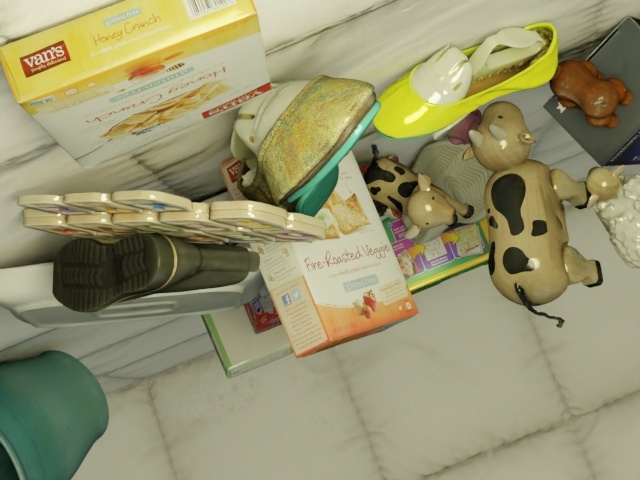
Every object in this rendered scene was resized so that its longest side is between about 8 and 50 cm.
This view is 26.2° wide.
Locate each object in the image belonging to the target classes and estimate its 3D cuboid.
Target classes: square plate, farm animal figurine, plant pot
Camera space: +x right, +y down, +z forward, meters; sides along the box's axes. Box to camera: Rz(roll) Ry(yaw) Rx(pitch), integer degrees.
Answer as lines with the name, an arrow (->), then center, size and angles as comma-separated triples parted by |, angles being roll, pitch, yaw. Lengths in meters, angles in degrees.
square plate -> -0.231, 0.063, 1.679 | 0.347, 0.049, 0.344 | -5, 172, -6
farm animal figurine -> 0.206, -0.059, 1.569 | 0.330, 0.327, 0.172 | -34, 151, 29
plant pot -> -0.503, 0.320, 2.323 | 0.271, 0.272, 0.255 | -29, -176, 43

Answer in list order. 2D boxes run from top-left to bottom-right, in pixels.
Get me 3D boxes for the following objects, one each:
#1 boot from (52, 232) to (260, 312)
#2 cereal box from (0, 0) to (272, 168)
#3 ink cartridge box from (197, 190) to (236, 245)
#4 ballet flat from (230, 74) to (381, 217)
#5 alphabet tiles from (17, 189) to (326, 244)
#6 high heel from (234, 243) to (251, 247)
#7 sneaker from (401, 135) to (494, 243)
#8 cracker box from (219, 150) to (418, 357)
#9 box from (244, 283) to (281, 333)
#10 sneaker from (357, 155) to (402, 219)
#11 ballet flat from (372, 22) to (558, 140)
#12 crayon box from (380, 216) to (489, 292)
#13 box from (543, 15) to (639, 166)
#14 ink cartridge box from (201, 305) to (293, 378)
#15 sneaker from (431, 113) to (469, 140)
boot -> -0.172, 0.035, 1.407 | 0.137, 0.077, 0.197 | 3, 176, -43
cereal box -> -0.126, -0.123, 1.023 | 0.173, 0.047, 0.240 | -22, 172, -1
ink cartridge box -> -0.115, -0.026, 1.748 | 0.208, 0.045, 0.206 | -20, 173, -3
ballet flat -> -0.030, -0.091, 1.294 | 0.123, 0.123, 0.348 | -21, 173, -10
alphabet tiles -> -0.145, -0.015, 1.350 | 0.284, 0.021, 0.278 | -2, 172, 30
high heel -> -0.129, 0.019, 1.928 | 0.244, 0.082, 0.117 | -15, 172, 10
sneaker -> 0.218, -0.095, 1.967 | 0.148, 0.131, 0.350 | -27, 180, -17
cracker box -> 0.000, 0.000, 1.537 | 0.155, 0.232, 0.067 | -14, 168, -47
box -> -0.052, 0.050, 2.139 | 0.122, 0.128, 0.257 | -20, 172, -15
sneaker -> 0.053, -0.070, 1.848 | 0.092, 0.088, 0.225 | -3, 179, 20
ballet flat -> 0.154, -0.175, 1.423 | 0.231, 0.077, 0.077 | -22, 152, -24
crayon box -> 0.194, -0.025, 2.175 | 0.278, 0.165, 0.081 | -22, 172, 0
box -> 0.389, -0.180, 1.703 | 0.153, 0.108, 0.207 | -48, 163, 23
ink cartridge box -> -0.078, 0.108, 2.295 | 0.235, 0.171, 0.056 | -21, 157, -11
sneaker -> 0.156, -0.170, 1.497 | 0.152, 0.061, 0.054 | -40, 177, -37
